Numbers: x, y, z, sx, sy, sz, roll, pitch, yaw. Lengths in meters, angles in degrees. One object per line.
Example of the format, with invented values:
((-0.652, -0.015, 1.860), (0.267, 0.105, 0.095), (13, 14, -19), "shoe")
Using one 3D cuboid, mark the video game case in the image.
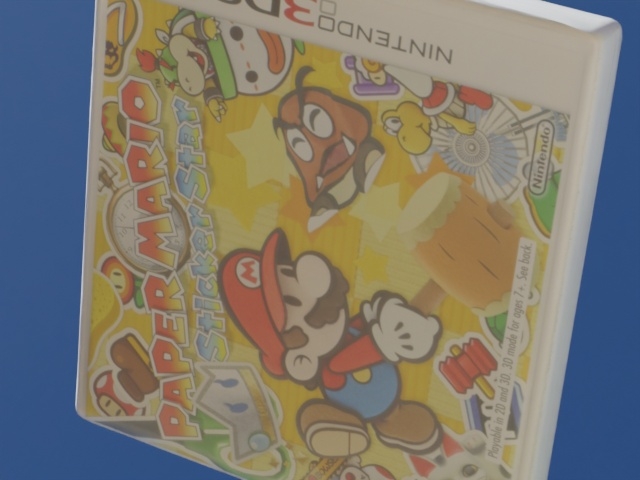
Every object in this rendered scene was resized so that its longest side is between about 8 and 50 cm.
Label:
((0.000, 0.000, 0.769), (0.206, 0.026, 0.227), (18, -62, 23), "video game case")
